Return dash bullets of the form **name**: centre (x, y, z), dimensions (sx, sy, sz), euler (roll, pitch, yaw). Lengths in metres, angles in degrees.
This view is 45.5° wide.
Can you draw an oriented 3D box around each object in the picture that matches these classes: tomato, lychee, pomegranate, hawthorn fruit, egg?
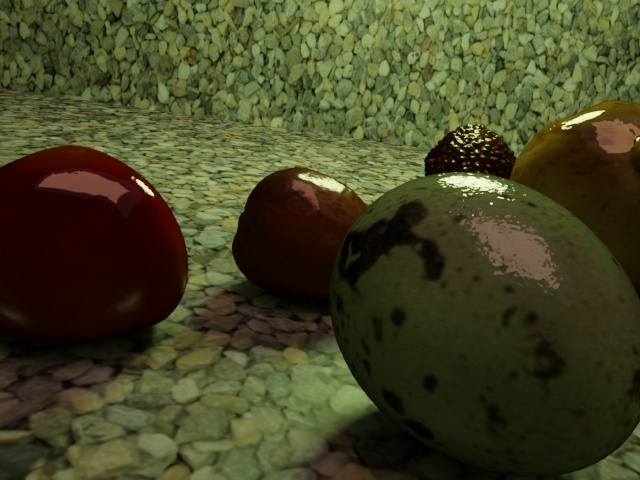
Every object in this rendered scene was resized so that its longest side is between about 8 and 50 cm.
- **tomato**: centre (-0.313, -0.001, 0.961), dimensions (0.298, 0.227, 0.299), euler (10, 18, -3)
- **lychee**: centre (0.394, -0.162, 1.926), dimensions (0.271, 0.272, 0.271), euler (8, 15, -2)
- **pomegranate**: centre (0.525, -0.075, 1.325), dimensions (0.409, 0.411, 0.410), euler (8, 15, -2)
- **hawthorn fruit**: centre (0.000, 0.000, 1.196), dimensions (0.262, 0.211, 0.210), euler (20, 15, 0)
- **egg**: centre (0.168, 0.082, 0.798), dimensions (0.287, 0.288, 0.379), euler (-3, 32, -36)
